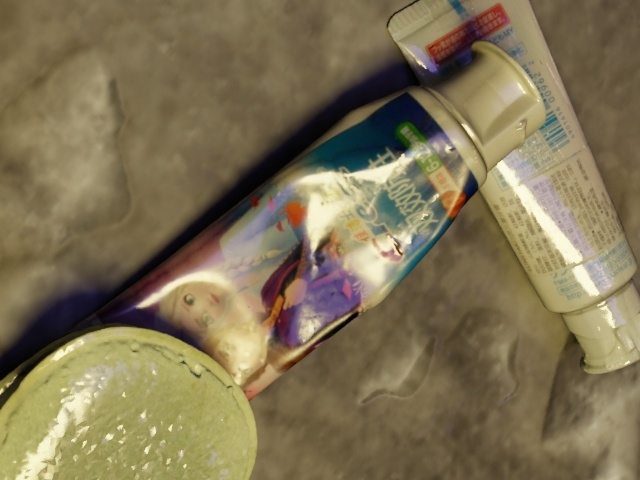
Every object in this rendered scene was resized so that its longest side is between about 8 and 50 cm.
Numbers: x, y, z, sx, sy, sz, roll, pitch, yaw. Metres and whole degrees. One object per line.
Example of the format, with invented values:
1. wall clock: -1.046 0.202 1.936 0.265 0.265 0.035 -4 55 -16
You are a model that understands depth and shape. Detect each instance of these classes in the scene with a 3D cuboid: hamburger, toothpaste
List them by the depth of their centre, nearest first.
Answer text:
1. hamburger: -0.104 0.106 0.857 0.133 0.062 0.140 39 82 -27
2. toothpaste: 0.000 0.000 0.915 0.266 0.061 0.096 -39 114 -9
3. toothpaste: 0.121 -0.038 0.997 0.089 0.057 0.234 -33 105 -23
